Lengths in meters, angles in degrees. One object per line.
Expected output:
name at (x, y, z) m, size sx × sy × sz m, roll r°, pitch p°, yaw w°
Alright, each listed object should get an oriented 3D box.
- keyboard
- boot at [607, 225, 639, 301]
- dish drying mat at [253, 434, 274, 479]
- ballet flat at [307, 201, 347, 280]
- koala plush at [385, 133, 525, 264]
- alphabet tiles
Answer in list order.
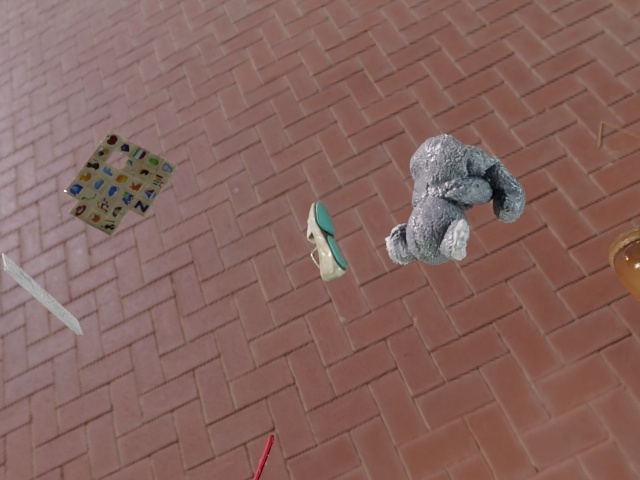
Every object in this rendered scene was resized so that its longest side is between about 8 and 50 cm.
keyboard at (-0.644, 0.129, 1.372) m, size 0.014 × 0.256 × 0.072 m, roll -35°, pitch 38°, yaw -6°
boot at (0.233, 0.088, 0.309) m, size 0.197 × 0.073 × 0.152 m, roll 32°, pitch 55°, yaw 4°
dish drying mat at (-0.082, 0.314, 0.820) m, size 0.008 × 0.032 × 0.083 m, roll 21°, pitch 87°, yaw -2°
ballet flat at (0.000, 0.000, 1.051) m, size 0.052 × 0.057 × 0.168 m, roll -35°, pitch 46°, yaw 20°
koala plush at (0.219, -0.050, 1.054) m, size 0.196 × 0.203 × 0.221 m, roll -1°, pitch 52°, yaw 50°
alphabet tiles at (-0.498, -0.134, 1.449) m, size 0.198 × 0.009 × 0.237 m, roll 27°, pitch 70°, yaw 2°
